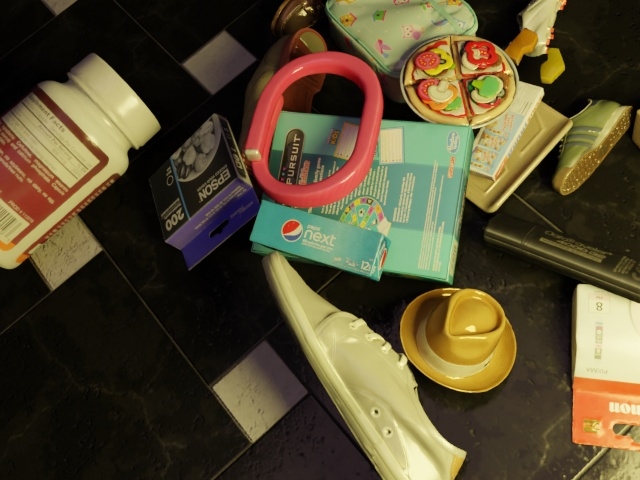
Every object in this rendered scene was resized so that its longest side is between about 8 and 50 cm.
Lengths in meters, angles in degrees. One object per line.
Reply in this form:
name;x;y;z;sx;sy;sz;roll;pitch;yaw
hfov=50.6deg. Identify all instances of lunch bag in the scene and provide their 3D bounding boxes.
lunch bag;0.155;-0.418;1.303;0.224;0.108;0.279;-35;63;-4

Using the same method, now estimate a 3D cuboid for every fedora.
fedora;0.217;0.132;1.018;0.194;0.079;0.194;7;49;-9

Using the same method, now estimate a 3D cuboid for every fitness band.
fitness band;-0.007;-0.187;1.104;0.209;0.054;0.291;4;63;16

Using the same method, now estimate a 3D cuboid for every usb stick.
usb stick;0.383;0.022;1.052;0.278;0.045;0.077;24;43;34

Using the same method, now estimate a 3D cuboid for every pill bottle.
pill bottle;-0.511;-0.155;1.271;0.392;0.224;0.224;-43;64;-9

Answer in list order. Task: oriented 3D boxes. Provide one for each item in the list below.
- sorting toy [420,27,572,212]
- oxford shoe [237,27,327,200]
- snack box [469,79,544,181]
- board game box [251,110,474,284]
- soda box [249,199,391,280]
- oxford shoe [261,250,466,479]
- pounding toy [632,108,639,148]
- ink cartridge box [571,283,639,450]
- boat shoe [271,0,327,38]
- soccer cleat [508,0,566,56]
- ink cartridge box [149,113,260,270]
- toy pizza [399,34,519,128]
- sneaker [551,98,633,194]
sorting toy;0.320;-0.218;1.194;0.307;0.041;0.229;-48;60;0
oxford shoe;-0.094;-0.235;1.296;0.130;0.123;0.348;5;69;49
snack box;0.309;-0.189;1.149;0.064;0.022;0.178;27;83;30
board game box;0.072;-0.076;1.145;0.336;0.079;0.253;8;83;18
soda box;0.000;0.000;1.076;0.210;0.067;0.071;16;85;18
oxford shoe;0.058;0.190;1.019;0.130;0.169;0.449;-35;69;-4
pounding toy;0.590;-0.152;1.101;0.130;0.100;0.141;-24;52;1
ink cartridge box;0.469;0.183;0.988;0.189;0.066;0.232;3;63;14
boat shoe;-0.012;-0.488;1.393;0.073;0.073;0.207;36;78;26
soccer cleat;0.415;-0.437;1.278;0.076;0.068;0.196;16;73;22
ink cartridge box;-0.215;-0.086;1.223;0.206;0.045;0.208;-38;60;27
toy pizza;0.236;-0.277;1.151;0.201;0.032;0.201;-1;65;3
sneaker;0.439;-0.166;1.155;0.192;0.064;0.086;-48;50;-5
